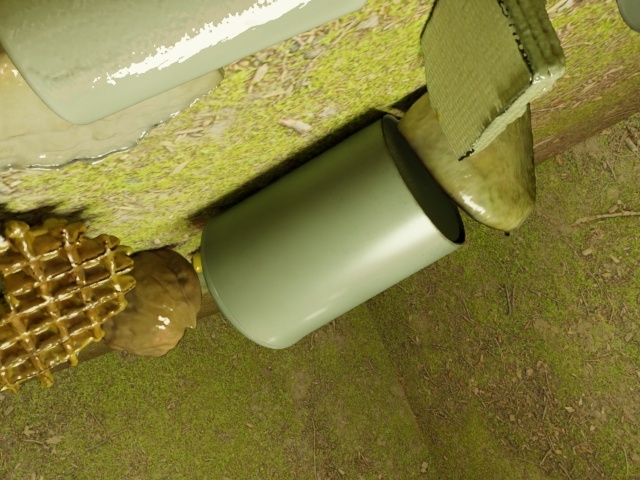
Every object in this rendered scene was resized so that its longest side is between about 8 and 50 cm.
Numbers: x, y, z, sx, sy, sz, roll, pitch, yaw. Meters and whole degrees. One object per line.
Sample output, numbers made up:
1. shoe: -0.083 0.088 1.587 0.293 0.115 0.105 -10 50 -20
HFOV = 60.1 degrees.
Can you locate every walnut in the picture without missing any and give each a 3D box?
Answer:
1. walnut: -0.352 0.119 1.055 0.238 0.204 0.141 -29 150 2

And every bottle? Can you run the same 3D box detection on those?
1. bottle: -0.050 -0.157 0.310 0.245 0.104 0.104 -23 173 -1

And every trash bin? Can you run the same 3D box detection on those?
1. trash bin: 0.000 0.000 0.960 0.431 0.281 0.280 -30 170 25

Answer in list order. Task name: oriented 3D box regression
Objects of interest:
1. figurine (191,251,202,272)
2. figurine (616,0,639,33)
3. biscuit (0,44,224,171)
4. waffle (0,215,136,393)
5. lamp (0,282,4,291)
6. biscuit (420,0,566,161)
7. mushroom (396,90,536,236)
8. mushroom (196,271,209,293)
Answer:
1. figurine: -0.163 0.031 1.244 0.263 0.143 0.162 -8 170 22
2. figurine: 0.500 -0.330 0.692 0.236 0.133 0.176 -12 149 -32
3. biscuit: -0.203 -0.108 0.454 0.265 0.040 0.188 -21 170 -16
4. waffle: -0.376 0.086 0.718 0.293 0.069 0.259 -52 150 15
5. lamp: -0.404 0.073 0.865 0.179 0.108 0.246 -20 174 12
6. biscuit: 0.166 -0.187 0.585 0.052 0.150 0.252 -21 172 -5
7. mushroom: 0.288 -0.142 0.903 0.212 0.217 0.292 -43 160 12
8. mushroom: -0.365 0.112 1.366 0.100 0.081 0.312 -36 165 35
